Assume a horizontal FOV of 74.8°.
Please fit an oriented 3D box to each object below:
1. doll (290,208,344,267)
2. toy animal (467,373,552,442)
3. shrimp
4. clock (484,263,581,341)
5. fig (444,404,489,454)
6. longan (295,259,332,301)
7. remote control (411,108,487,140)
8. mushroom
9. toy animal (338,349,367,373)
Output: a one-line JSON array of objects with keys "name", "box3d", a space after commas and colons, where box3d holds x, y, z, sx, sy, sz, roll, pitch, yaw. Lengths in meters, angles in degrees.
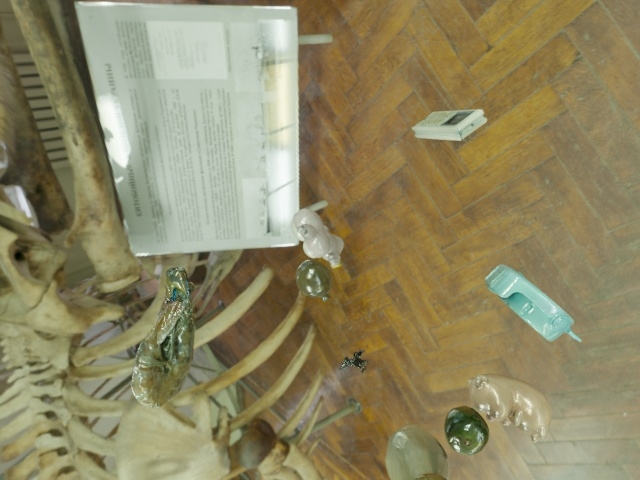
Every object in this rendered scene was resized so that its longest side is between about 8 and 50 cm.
[{"name": "doll", "box3d": [0.001, 0.000, 1.333, 0.094, 0.365, 0.160, -26, 72, 13]}, {"name": "toy animal", "box3d": [0.591, 0.506, 1.313, 0.250, 0.154, 0.166, 22, 145, 15]}, {"name": "shrimp", "box3d": [-0.480, 0.301, 1.303, 0.109, 0.221, 0.446, 9, 91, 28]}, {"name": "clock", "box3d": [0.603, 0.188, 1.192, 0.274, 0.223, 0.094, 44, 102, 11]}, {"name": "fig", "box3d": [0.393, 0.500, 1.152, 0.117, 0.177, 0.117, 2, 107, 8]}, {"name": "longan", "box3d": [-0.022, 0.183, 1.876, 0.204, 0.159, 0.185, 57, 170, 1]}, {"name": "remote control", "box3d": [0.414, -0.383, 1.380, 0.055, 0.103, 0.277, 55, 175, -21]}, {"name": "mushroom", "box3d": [0.186, 0.441, 0.803, 0.128, 0.128, 0.350, 57, -177, 9]}, {"name": "toy animal", "box3d": [0.149, 0.523, 1.794, 0.108, 0.062, 0.220, 27, 133, -2]}]
